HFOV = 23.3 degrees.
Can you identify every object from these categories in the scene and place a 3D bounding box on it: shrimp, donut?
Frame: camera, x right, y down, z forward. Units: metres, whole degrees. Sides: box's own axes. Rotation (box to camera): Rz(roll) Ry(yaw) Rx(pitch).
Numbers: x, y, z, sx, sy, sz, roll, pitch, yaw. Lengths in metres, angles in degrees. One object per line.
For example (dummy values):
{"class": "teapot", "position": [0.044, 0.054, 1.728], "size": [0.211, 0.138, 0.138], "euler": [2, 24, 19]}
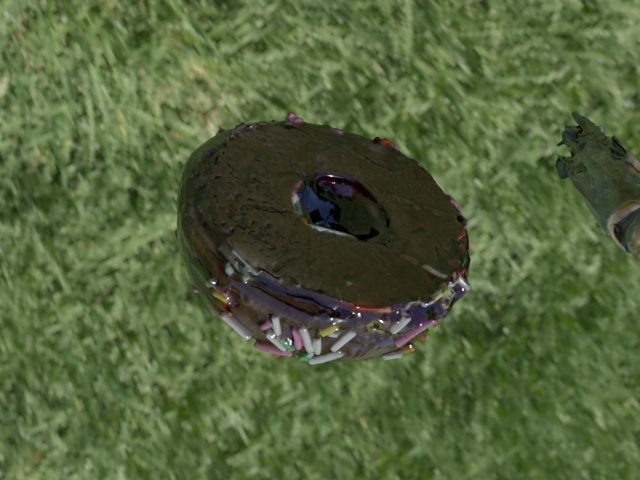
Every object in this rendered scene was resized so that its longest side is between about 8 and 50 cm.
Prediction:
{"class": "shrimp", "position": [0.366, -0.034, 1.581], "size": [0.247, 0.360, 0.085], "euler": [3, 119, -35]}
{"class": "donut", "position": [0.000, 0.000, 1.321], "size": [0.270, 0.269, 0.103], "euler": [-1, 135, -26]}
